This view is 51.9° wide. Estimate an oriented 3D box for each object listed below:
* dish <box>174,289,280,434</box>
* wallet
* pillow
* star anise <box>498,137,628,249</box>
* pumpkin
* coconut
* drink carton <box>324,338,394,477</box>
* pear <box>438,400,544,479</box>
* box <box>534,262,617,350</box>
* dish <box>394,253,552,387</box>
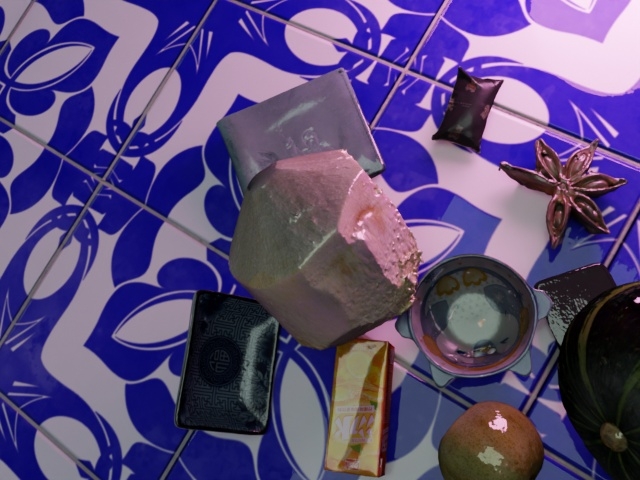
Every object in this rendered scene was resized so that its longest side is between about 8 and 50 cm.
[{"bbox_3d":[-0.178,0.224,1.205,0.080,0.181,0.244,-16,63,54],"label":"dish"},{"bbox_3d":[-0.042,-0.184,1.309,0.290,0.054,0.252,-21,73,6],"label":"wallet"},{"bbox_3d":[0.274,-0.243,1.222,0.090,0.048,0.150,17,85,30],"label":"pillow"},{"bbox_3d":[0.427,-0.089,1.125,0.171,0.063,0.208,-28,65,4],"label":"star anise"},{"bbox_3d":[0.474,0.211,0.884,0.241,0.323,0.323,-20,68,-11],"label":"pumpkin"},{"bbox_3d":[0.000,0.000,1.070,0.297,0.309,0.298,-26,37,22],"label":"coconut"},{"bbox_3d":[0.070,0.284,1.128,0.096,0.071,0.223,3,76,18],"label":"drink carton"},{"bbox_3d":[0.259,0.330,1.004,0.167,0.167,0.137,-43,59,3],"label":"pear"},{"bbox_3d":[0.432,0.110,1.084,0.125,0.027,0.126,-19,69,10],"label":"box"},{"bbox_3d":[0.253,0.142,1.100,0.236,0.086,0.228,12,80,21],"label":"dish"}]
